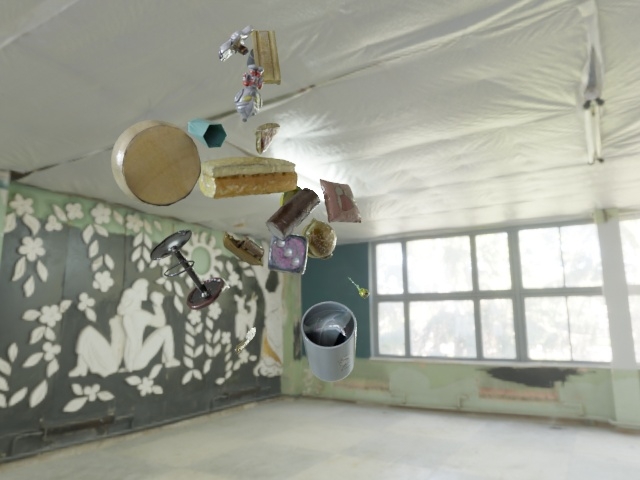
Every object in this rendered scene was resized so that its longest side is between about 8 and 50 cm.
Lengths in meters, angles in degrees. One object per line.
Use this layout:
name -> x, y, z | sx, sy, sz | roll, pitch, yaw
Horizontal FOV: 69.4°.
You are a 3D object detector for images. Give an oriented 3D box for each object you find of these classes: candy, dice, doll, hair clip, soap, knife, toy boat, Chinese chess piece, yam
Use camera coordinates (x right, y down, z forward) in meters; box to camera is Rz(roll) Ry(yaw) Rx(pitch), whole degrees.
candy -> 0.150, 0.183, 1.844 | 0.035, 0.035, 0.123 | 23, 18, -50
dice -> -0.156, 0.066, 2.216 | 0.182, 0.183, 0.181 | 8, -7, -5
doll -> -0.222, -0.460, 1.456 | 0.094, 0.180, 0.079 | 3, 26, -33
hair clip -> -0.295, -0.685, 1.618 | 0.075, 0.146, 0.257 | 43, 2, -27
soap -> -0.210, -0.708, 1.778 | 0.092, 0.252, 0.037 | -5, -22, -10
knife -> -0.285, 0.380, 1.796 | 0.017, 0.047, 0.298 | -9, 1, 7
toy boat -> -0.305, 0.030, 1.860 | 0.088, 0.068, 0.226 | -37, -49, 13
Chinese chess piece -> -0.486, -0.229, 1.381 | 0.257, 0.257, 0.104 | 10, 10, -45
yam -> -0.125, -0.123, 2.080 | 0.131, 0.280, 0.131 | 30, -31, 20

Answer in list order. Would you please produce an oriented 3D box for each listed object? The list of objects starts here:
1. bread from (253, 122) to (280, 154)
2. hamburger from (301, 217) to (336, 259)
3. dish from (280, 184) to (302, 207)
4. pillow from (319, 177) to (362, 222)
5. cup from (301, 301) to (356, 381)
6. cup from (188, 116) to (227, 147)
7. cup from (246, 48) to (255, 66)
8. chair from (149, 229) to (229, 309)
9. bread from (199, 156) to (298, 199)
bread -> -0.223, -0.454, 1.949 | 0.054, 0.136, 0.154 | 41, -24, 14
hamburger -> 0.000, 0.000, 2.446 | 0.122, 0.189, 0.215 | -2, -42, 52
dish -> -0.149, -0.204, 2.324 | 0.148, 0.208, 0.080 | -26, 37, -24
pillow -> 0.094, -0.186, 2.234 | 0.223, 0.236, 0.084 | 5, -28, -43
cup -> 0.041, 0.409, 1.812 | 0.205, 0.205, 0.312 | -1, -43, 4
cup -> -0.641, -0.609, 2.584 | 0.134, 0.148, 0.235 | -37, 41, -21
cup -> -0.297, -0.848, 2.180 | 0.100, 0.078, 0.077 | 42, -23, -1
chair -> -0.610, 0.167, 2.225 | 0.226, 0.226, 0.401 | -7, -54, 32
bread -> -0.302, -0.268, 1.928 | 0.375, 0.165, 0.236 | -8, 14, -26
